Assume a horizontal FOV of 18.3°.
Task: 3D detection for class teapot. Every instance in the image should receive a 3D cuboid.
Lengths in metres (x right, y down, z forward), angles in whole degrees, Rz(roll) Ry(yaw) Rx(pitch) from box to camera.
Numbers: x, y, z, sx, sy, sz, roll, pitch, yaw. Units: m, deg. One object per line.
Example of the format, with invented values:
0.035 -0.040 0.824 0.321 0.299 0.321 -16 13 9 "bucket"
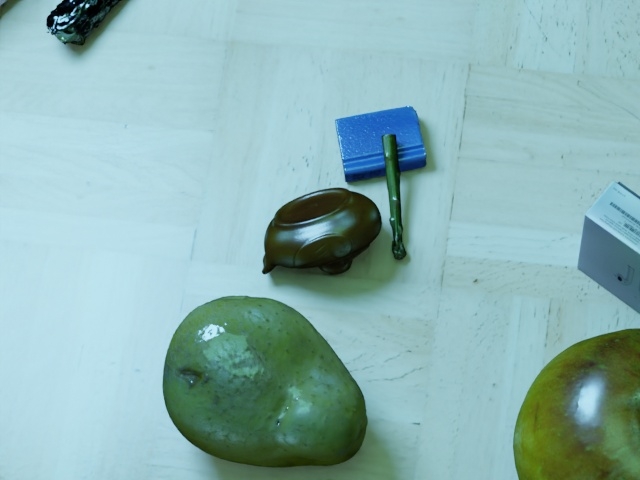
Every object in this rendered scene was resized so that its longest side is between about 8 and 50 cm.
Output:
0.000 0.000 1.944 0.129 0.078 0.098 -18 26 7 "teapot"

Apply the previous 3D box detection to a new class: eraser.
0.061 -0.098 2.000 0.085 0.027 0.063 -10 66 0 "eraser"

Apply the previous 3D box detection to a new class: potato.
-0.046 0.138 1.843 0.194 0.157 0.157 26 71 13 "potato"

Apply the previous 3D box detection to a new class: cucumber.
-0.225 -0.274 2.087 0.053 0.053 0.181 31 72 16 "cucumber"

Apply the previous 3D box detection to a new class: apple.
0.288 0.187 1.774 0.237 0.207 0.237 3 67 -8 "apple"

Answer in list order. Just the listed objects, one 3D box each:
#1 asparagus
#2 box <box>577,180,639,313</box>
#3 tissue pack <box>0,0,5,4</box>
0.073 -0.043 1.966 0.015 0.018 0.127 -9 82 28 "asparagus"
0.312 0.022 1.874 0.130 0.129 0.051 38 73 18 "box"
-0.388 -0.369 2.098 0.242 0.125 0.344 42 76 19 "tissue pack"
